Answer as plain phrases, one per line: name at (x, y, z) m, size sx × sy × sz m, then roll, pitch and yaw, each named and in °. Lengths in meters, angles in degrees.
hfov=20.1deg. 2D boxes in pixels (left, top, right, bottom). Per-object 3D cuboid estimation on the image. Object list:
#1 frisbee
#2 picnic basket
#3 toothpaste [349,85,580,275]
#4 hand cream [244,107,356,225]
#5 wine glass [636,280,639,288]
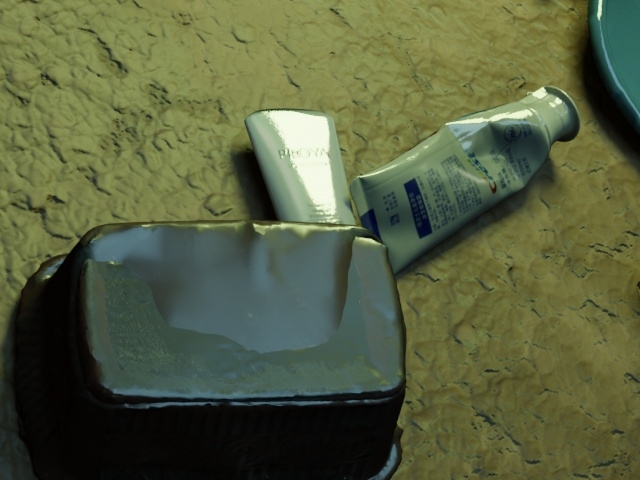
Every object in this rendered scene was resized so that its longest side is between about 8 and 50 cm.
frisbee at (0.381, -0.182, 1.795) m, size 0.289 × 0.049 × 0.289 m, roll 10°, pitch 66°, yaw -22°
picnic basket at (-0.071, 0.081, 1.324) m, size 0.297 × 0.129 × 0.222 m, roll 0°, pitch 63°, yaw -15°
toothpaste at (0.126, -0.061, 1.584) m, size 0.266 × 0.061 × 0.096 m, roll -32°, pitch 112°, yaw -36°
hand cream at (0.000, 0.000, 1.489) m, size 0.079 × 0.048 × 0.255 m, roll -2°, pitch 64°, yaw -26°
wine glass at (0.482, -0.003, 1.631) m, size 0.323 × 0.238 × 0.238 m, roll -8°, pitch 65°, yaw -32°
